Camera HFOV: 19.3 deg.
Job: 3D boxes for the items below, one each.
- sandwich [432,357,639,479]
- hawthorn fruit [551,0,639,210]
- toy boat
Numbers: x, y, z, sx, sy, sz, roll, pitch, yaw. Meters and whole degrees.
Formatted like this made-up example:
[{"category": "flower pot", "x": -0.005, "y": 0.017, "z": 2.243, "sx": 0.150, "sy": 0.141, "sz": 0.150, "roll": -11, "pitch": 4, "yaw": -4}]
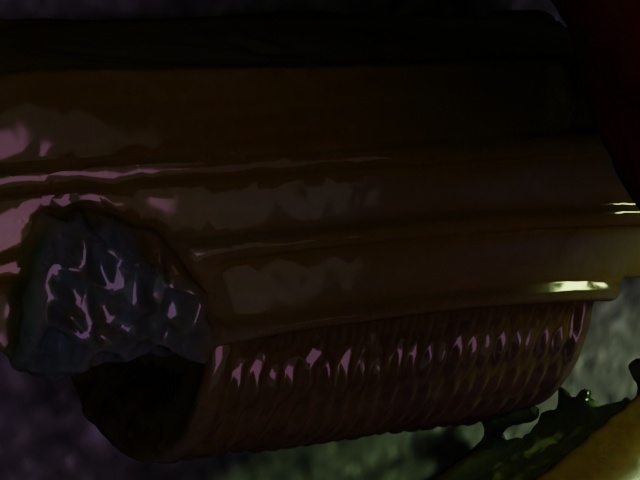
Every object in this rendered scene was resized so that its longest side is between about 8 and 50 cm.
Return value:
[{"category": "sandwich", "x": 0.040, "y": 0.136, "z": 0.530, "sx": 0.236, "sy": 0.122, "sz": 0.128, "roll": -31, "pitch": 84, "yaw": -42}, {"category": "hawthorn fruit", "x": 0.161, "y": -0.102, "z": 0.431, "sx": 0.265, "sy": 0.265, "sz": 0.307, "roll": 47, "pitch": 59, "yaw": -42}, {"category": "toy boat", "x": 0.000, "y": 0.000, "z": 0.511, "sx": 0.310, "sy": 0.089, "sz": 0.115, "roll": -7, "pitch": 113, "yaw": -40}]
